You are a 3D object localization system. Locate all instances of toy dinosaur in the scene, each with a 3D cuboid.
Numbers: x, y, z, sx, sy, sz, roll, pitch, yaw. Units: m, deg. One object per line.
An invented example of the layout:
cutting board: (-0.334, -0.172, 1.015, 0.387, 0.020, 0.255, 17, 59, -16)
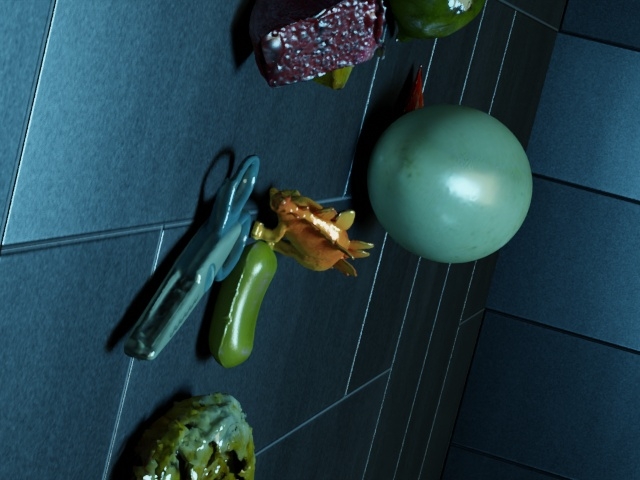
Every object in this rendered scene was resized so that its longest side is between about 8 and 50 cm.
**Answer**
toy dinosaur: (0.000, 0.000, 1.815, 0.288, 0.117, 0.070, 54, 52, -69)

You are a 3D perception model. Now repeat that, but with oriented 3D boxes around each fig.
fig: (0.125, -0.313, 2.040, 0.126, 0.185, 0.133, 45, 55, -27)

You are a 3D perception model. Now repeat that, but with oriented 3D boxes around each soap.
soap: (-0.084, 0.067, 1.705, 0.089, 0.045, 0.140, 16, 91, -74)

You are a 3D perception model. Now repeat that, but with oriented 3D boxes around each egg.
egg: (0.171, -0.080, 2.191, 0.295, 0.218, 0.218, 16, 90, -66)

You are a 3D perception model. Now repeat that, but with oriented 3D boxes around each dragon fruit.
dragon fruit: (-0.014, -0.218, 1.571, 0.147, 0.096, 0.102, -20, 135, -18)

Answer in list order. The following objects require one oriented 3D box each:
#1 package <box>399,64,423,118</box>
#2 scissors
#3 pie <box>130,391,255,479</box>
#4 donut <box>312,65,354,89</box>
package: (0.134, -0.165, 2.357, 0.200, 0.022, 0.083, 87, 24, -55)
scissors: (-0.119, 0.027, 1.531, 0.289, 0.041, 0.138, -57, 166, -52)
pie: (-0.141, 0.289, 1.646, 0.308, 0.085, 0.308, 15, 90, -76)
donut: (0.015, -0.252, 1.710, 0.162, 0.065, 0.178, 5, 100, -81)
